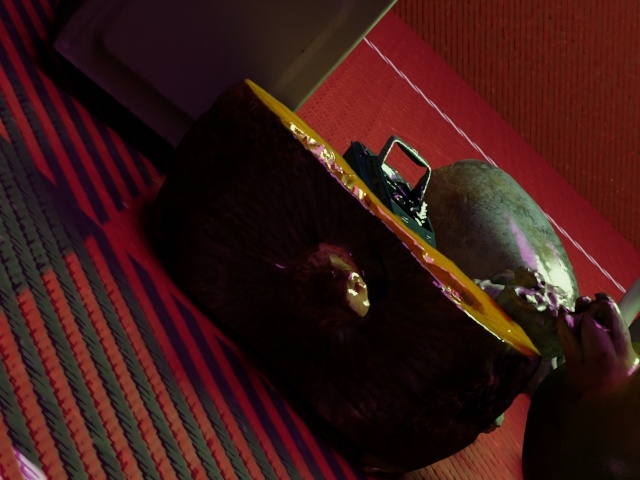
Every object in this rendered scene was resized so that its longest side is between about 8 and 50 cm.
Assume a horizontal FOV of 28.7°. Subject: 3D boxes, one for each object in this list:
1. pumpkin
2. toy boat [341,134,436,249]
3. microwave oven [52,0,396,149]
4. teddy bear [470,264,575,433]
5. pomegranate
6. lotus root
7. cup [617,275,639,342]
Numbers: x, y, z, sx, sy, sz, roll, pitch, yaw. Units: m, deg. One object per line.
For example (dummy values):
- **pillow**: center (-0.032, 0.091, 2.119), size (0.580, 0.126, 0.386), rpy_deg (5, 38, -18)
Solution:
- **pumpkin**: center (0.010, 0.027, 0.926), size (0.317, 0.139, 0.222), rpy_deg (47, 13, 4)
- **toy boat**: center (0.077, -0.023, 1.304), size (0.093, 0.103, 0.246), rpy_deg (38, 20, -28)
- **microwave oven**: center (-0.082, -0.255, 1.140), size (0.218, 0.286, 0.355), rpy_deg (40, 17, -16)
- **teddy bear**: center (0.174, 0.079, 1.085), size (0.111, 0.213, 0.133), rpy_deg (-39, 85, -33)
- **pomegranate**: center (0.225, 0.137, 0.930), size (0.180, 0.180, 0.209), rpy_deg (-94, 162, -67)
- **lotus root**: center (0.222, 0.036, 1.449), size (0.158, 0.140, 0.322), rpy_deg (25, 28, -53)
- **cup**: center (0.424, 0.152, 1.409), size (0.259, 0.274, 0.356), rpy_deg (36, 13, -28)
